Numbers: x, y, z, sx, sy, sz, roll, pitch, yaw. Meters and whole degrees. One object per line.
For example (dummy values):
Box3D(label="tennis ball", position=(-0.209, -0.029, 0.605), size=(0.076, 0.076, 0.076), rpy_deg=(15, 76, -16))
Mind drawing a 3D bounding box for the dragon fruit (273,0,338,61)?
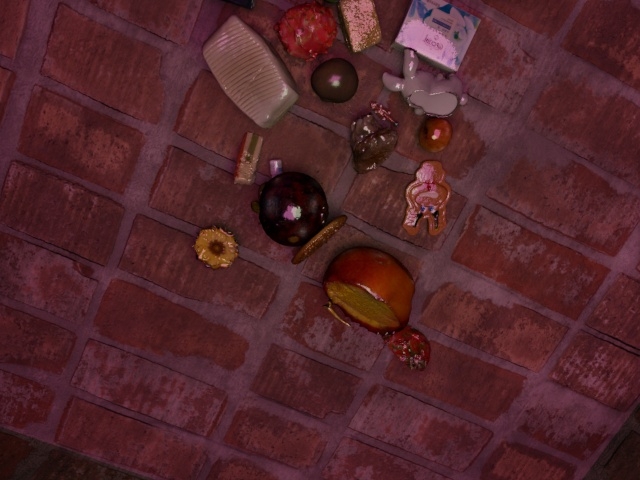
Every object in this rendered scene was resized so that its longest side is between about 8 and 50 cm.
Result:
Box3D(label="dragon fruit", position=(-0.068, -0.788, 1.627), size=(0.268, 0.205, 0.210), rpy_deg=(18, 126, 29))

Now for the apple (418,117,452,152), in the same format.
Box3D(label="apple", position=(0.467, -0.434, 1.764), size=(0.146, 0.146, 0.146), rpy_deg=(0, 105, -2))

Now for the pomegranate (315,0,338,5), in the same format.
Box3D(label="pomegranate", position=(0.030, -0.956, 1.621), size=(0.130, 0.130, 0.130), rpy_deg=(0, 105, -2))

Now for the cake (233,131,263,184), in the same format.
Box3D(label="cake", position=(-0.305, -0.330, 1.819), size=(0.086, 0.117, 0.220), rpy_deg=(12, 72, -8))

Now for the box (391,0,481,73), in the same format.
Box3D(label="box", position=(0.444, -0.807, 1.675), size=(0.274, 0.116, 0.203), rpy_deg=(22, 104, -8))

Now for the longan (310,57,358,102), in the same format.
Box3D(label="longan", position=(0.057, -0.626, 1.689), size=(0.189, 0.189, 0.189), rpy_deg=(0, 105, -2))

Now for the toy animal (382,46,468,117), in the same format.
Box3D(label="toy animal", position=(0.419, -0.603, 1.702), size=(0.325, 0.154, 0.208), rpy_deg=(29, 131, -22))

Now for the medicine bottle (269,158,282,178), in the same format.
Box3D(label="medicine bottle", position=(-0.187, -0.298, 1.824), size=(0.052, 0.052, 0.089), rpy_deg=(-4, 106, -1))

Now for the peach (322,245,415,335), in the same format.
Box3D(label="peach", position=(0.216, 0.199, 1.840), size=(0.406, 0.310, 0.335), rpy_deg=(30, 140, 1))

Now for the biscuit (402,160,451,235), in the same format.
Box3D(label="biscuit", position=(0.466, -0.181, 1.881), size=(0.202, 0.047, 0.334), rpy_deg=(4, 104, -3))

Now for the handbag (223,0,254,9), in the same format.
Box3D(label="handbag", position=(-0.302, -1.047, 1.588), size=(0.269, 0.118, 0.326), rpy_deg=(20, 104, 0))

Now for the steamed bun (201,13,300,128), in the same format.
Box3D(label="steamed bun", position=(-0.251, -0.633, 1.645), size=(0.247, 0.236, 0.383), rpy_deg=(-38, 97, 18))

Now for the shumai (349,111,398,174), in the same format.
Box3D(label="shumai", position=(0.211, -0.416, 1.779), size=(0.184, 0.218, 0.185), rpy_deg=(-7, 63, -11))

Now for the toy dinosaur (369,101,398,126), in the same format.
Box3D(label="toy dinosaur", position=(0.262, -0.521, 1.777), size=(0.154, 0.055, 0.049), rpy_deg=(40, 98, -3))

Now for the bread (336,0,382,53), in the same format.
Box3D(label="bread", position=(0.149, -0.839, 1.665), size=(0.138, 0.102, 0.196), rpy_deg=(-19, 108, 6))

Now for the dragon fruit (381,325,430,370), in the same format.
Box3D(label="dragon fruit", position=(0.438, 0.511, 1.990), size=(0.262, 0.211, 0.134), rpy_deg=(32, 109, -15))

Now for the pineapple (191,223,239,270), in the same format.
Box3D(label="pineapple", position=(-0.452, 0.026, 1.890), size=(0.224, 0.076, 0.225), rpy_deg=(0, 106, 1))

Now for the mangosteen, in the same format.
Box3D(label="mangosteen", position=(-0.145, -0.130, 1.751), size=(0.359, 0.306, 0.306), rpy_deg=(7, 105, 12))

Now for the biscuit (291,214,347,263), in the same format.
Box3D(label="biscuit", position=(0.000, 0.000, 1.788), size=(0.305, 0.305, 0.038), rpy_deg=(-42, 86, 9))
